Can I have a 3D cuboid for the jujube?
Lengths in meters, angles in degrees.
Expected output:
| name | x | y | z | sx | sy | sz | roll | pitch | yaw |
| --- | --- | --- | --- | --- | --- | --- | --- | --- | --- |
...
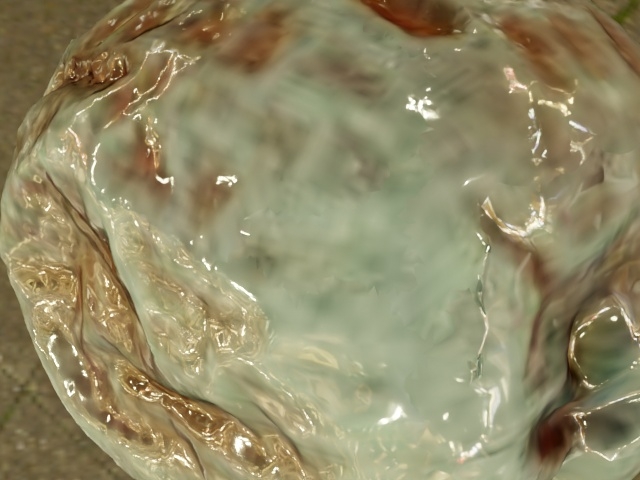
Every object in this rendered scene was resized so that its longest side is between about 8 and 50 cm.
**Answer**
| name | x | y | z | sx | sy | sz | roll | pitch | yaw |
| --- | --- | --- | --- | --- | --- | --- | --- | --- | --- |
| jujube | 0.007 | -0.001 | 0.716 | 0.308 | 0.215 | 0.246 | 22 | 134 | 47 |
